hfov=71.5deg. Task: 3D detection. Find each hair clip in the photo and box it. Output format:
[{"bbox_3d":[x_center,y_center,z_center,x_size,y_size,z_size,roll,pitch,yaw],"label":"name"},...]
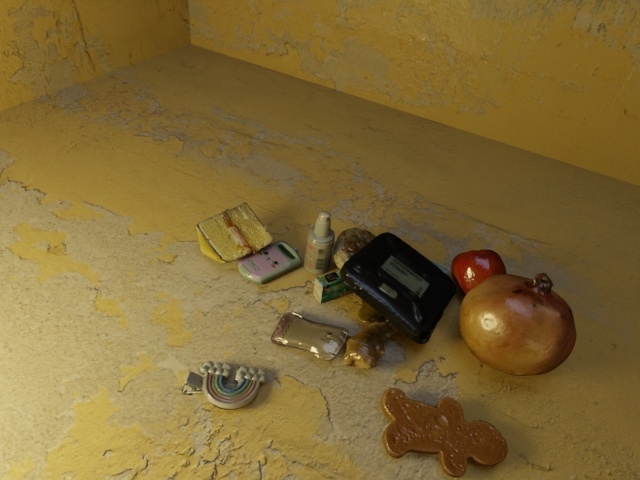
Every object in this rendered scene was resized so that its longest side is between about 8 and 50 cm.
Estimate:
[{"bbox_3d":[-0.264,0.400,1.219,0.220,0.054,0.140,10,34,-5],"label":"hair clip"}]

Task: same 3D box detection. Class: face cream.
[{"bbox_3d":[0.000,0.000,1.570,0.101,0.252,0.101,5,40,-5],"label":"face cream"}]

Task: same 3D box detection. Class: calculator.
[{"bbox_3d":[-0.180,0.077,1.607,0.246,0.045,0.141,-23,50,-34],"label":"calculator"}]

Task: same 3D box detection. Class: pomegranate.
[{"bbox_3d":[0.606,0.241,1.359,0.338,0.338,0.338,6,41,-5],"label":"pomegranate"}]

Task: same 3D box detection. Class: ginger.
[{"bbox_3d":[0.188,0.310,1.384,0.294,0.086,0.131,-18,25,-35],"label":"ginger"}]

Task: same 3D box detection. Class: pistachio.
[{"bbox_3d":[0.187,0.230,1.497,0.089,0.049,0.173,4,37,30],"label":"pistachio"}]

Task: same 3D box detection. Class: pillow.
[{"bbox_3d":[-0.036,0.292,1.366,0.232,0.038,0.131,12,44,22],"label":"pillow"}]

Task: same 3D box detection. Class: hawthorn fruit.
[{"bbox_3d":[0.568,0.143,1.592,0.196,0.196,0.225,3,70,-8],"label":"hawthorn fruit"}]

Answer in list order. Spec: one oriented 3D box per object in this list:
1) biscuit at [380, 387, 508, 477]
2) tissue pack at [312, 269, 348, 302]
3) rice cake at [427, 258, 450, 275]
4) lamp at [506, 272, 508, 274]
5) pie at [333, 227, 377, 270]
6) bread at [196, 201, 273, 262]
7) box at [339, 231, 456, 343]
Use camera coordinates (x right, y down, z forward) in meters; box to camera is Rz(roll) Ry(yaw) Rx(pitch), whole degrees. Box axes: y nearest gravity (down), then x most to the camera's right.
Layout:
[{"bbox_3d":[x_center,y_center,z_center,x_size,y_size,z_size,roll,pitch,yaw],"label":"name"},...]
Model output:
[{"bbox_3d":[0.327,0.522,1.189,0.339,0.047,0.216,11,43,-2],"label":"biscuit"},{"bbox_3d":[0.032,0.151,1.532,0.111,0.085,0.079,-17,45,-26],"label":"tissue pack"},{"bbox_3d":[0.385,0.084,1.690,0.221,0.080,0.042,24,79,17],"label":"rice cake"},{"bbox_3d":[0.716,0.165,1.660,0.091,0.091,0.163,0,26,-11],"label":"lamp"},{"bbox_3d":[0.164,0.061,1.637,0.274,0.055,0.274,17,43,-16],"label":"pie"},{"bbox_3d":[-0.296,-0.025,1.601,0.178,0.135,0.240,19,36,40],"label":"bread"},{"bbox_3d":[0.273,0.143,1.506,0.359,0.091,0.350,39,38,12],"label":"box"}]
